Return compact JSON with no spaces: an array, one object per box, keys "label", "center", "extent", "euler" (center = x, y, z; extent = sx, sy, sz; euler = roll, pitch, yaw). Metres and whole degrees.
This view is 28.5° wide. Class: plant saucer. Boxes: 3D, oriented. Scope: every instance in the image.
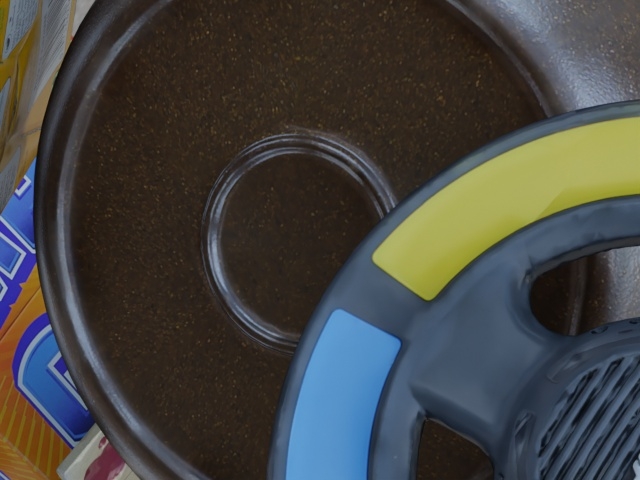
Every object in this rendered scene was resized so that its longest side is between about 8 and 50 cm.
[{"label":"plant saucer","center":[0.000,0.000,0.504],"extent":[0.050,0.310,0.310],"euler":[-17,90,-64]}]

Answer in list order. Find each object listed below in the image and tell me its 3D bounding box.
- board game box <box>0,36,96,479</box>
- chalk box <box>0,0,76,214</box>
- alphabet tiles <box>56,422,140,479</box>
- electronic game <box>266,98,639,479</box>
[{"label":"board game box","center":[-0.341,0.060,1.178],"extent":[0.356,0.356,0.356],"euler":[50,41,-20]},{"label":"chalk box","center":[-0.263,-0.105,0.521],"extent":[0.289,0.180,0.179],"euler":[19,47,-4]},{"label":"alphabet tiles","center":[-0.084,0.200,0.955],"extent":[0.285,0.011,0.342],"euler":[-51,145,-28]},{"label":"electronic game","center":[0.093,0.065,0.349],"extent":[0.229,0.048,0.229],"euler":[-7,67,16]}]
